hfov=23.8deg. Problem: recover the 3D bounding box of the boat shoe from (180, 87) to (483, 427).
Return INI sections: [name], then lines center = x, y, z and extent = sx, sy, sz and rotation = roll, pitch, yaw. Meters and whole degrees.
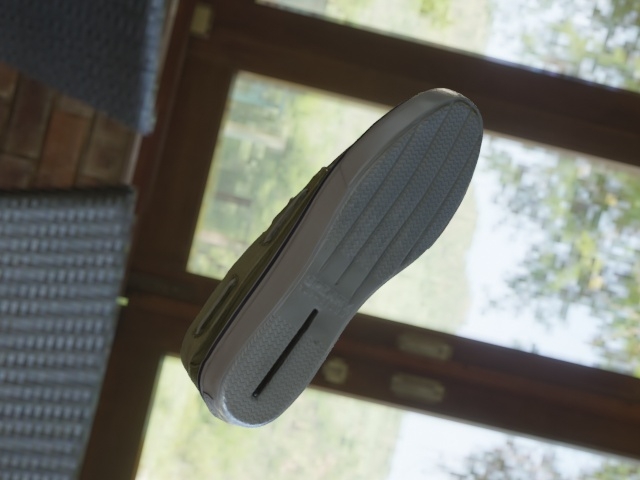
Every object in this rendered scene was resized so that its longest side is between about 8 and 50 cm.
[boat shoe]
center = 0.000, 0.000, 1.143
extent = 0.302, 0.109, 0.094
rotation = -50, -137, -5
